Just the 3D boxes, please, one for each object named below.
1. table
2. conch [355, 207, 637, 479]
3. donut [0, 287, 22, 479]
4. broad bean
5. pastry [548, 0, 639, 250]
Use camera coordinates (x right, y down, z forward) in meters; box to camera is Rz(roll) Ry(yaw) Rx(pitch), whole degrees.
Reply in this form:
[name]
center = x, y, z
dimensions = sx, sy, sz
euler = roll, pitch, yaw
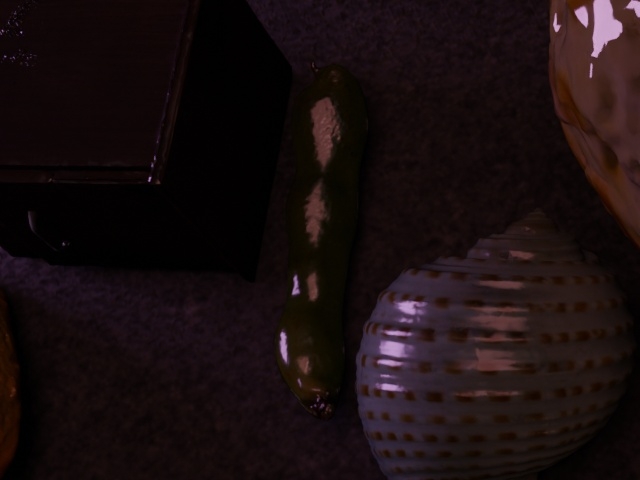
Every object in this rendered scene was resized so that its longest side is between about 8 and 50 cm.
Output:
[table]
center = -0.147, -0.078, 1.156
dimensions = 0.193, 0.169, 0.173
euler = 3, 68, 20
[conch]
center = 0.096, 0.077, 1.024
dimensions = 0.172, 0.131, 0.200
euler = 11, 71, 23
[donut]
center = -0.316, 0.111, 1.174
dimensions = 0.253, 0.118, 0.253
euler = -16, 49, 19
[broad bean]
center = 0.000, 0.000, 1.139
dimensions = 0.052, 0.053, 0.256
euler = 11, 67, -17
[pastry]
center = 0.297, -0.114, 0.926
dimensions = 0.388, 0.312, 0.389
euler = 4, 73, -14
